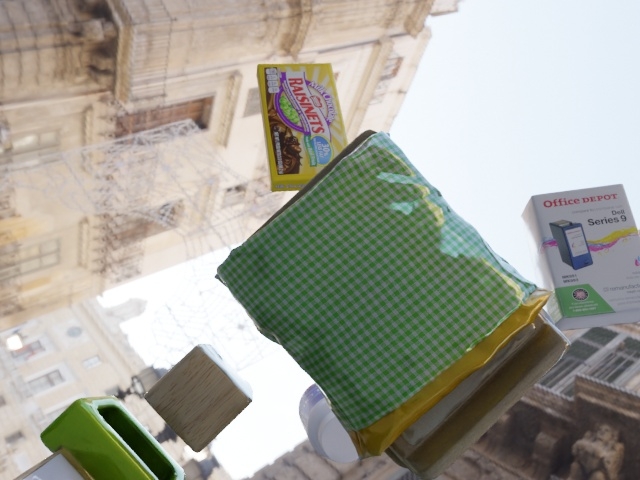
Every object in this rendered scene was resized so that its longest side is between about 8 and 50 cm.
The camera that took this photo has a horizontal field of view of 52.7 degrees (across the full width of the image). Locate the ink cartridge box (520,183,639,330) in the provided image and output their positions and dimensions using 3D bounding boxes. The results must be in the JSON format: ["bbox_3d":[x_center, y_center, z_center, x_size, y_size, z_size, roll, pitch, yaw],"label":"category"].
[{"bbox_3d":[0.428,0.027,1.043,0.093,0.154,0.213,81,3,-65],"label":"ink cartridge box"}]

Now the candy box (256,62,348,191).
[{"bbox_3d":[-0.022,-0.151,0.833,0.027,0.105,0.206,105,-20,-55],"label":"candy box"}]

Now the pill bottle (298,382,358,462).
[{"bbox_3d":[0.028,0.355,1.270,0.221,0.124,0.124,178,-108,-80],"label":"pill bottle"}]

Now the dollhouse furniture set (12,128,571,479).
[{"bbox_3d":[-0.002,0.085,0.376,0.197,0.301,0.151,46,-2,2],"label":"dollhouse furniture set"}]
